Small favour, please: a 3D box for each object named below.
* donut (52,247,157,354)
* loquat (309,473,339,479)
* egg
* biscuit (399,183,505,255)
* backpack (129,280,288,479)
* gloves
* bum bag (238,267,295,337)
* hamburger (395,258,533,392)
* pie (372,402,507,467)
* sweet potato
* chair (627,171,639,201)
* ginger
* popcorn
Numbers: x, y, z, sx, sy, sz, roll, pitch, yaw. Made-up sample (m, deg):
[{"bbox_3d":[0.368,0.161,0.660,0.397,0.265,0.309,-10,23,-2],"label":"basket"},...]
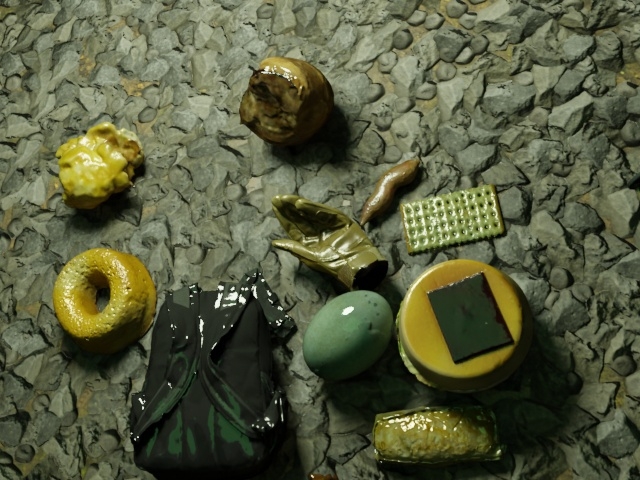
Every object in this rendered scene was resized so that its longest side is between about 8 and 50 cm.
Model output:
[{"bbox_3d":[-0.561,0.145,1.818,0.277,0.108,0.277,-5,70,14],"label":"donut"},{"bbox_3d":[0.012,0.599,1.416,0.275,0.275,0.275,-5,70,14],"label":"loquat"},{"bbox_3d":[0.061,0.210,1.582,0.236,0.169,0.169,-47,64,24],"label":"egg"},{"bbox_3d":[0.311,-0.050,1.697,0.231,0.016,0.139,-11,67,11],"label":"biscuit"},{"bbox_3d":[-0.253,0.312,1.601,0.363,0.255,0.446,-9,67,9],"label":"backpack"},{"bbox_3d":[0.011,0.001,1.689,0.331,0.141,0.154,39,117,27],"label":"gloves"},{"bbox_3d":[-0.141,0.155,1.731,0.087,0.049,0.198,-35,66,-2],"label":"bum bag"},{"bbox_3d":[0.302,0.180,1.530,0.300,0.176,0.300,-5,68,14],"label":"hamburger"},{"bbox_3d":[0.250,0.417,1.523,0.282,0.068,0.128,-6,71,9],"label":"pie"},{"bbox_3d":[0.161,-0.123,1.743,0.065,0.051,0.218,41,85,21],"label":"sweet potato"},{"bbox_3d":[0.743,-0.076,1.547,0.095,0.104,0.221,-28,68,23],"label":"chair"},{"bbox_3d":[-0.066,-0.357,1.777,0.200,0.269,0.223,38,53,1],"label":"ginger"},{"bbox_3d":[-0.593,-0.199,1.918,0.253,0.190,0.191,-24,97,-5],"label":"popcorn"}]
